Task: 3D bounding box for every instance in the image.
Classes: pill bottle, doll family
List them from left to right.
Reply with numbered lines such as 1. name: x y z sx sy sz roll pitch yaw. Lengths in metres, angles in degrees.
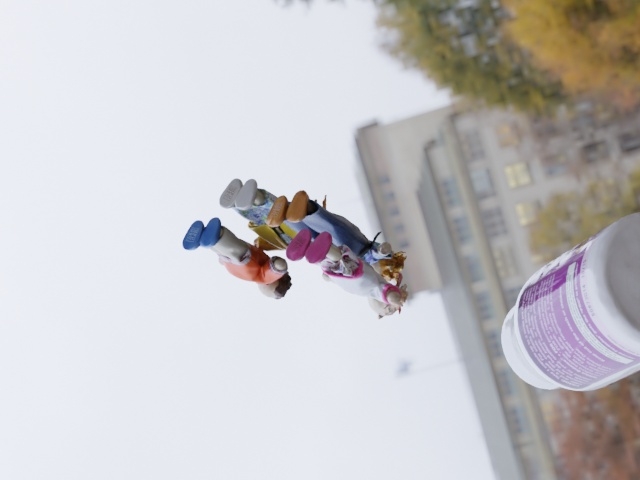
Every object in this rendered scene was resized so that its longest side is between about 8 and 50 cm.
1. doll family: 0.000 0.000 1.623 0.163 0.263 0.118 34 -107 -40
2. pill bottle: 0.335 0.086 1.909 0.301 0.169 0.169 137 123 -64
